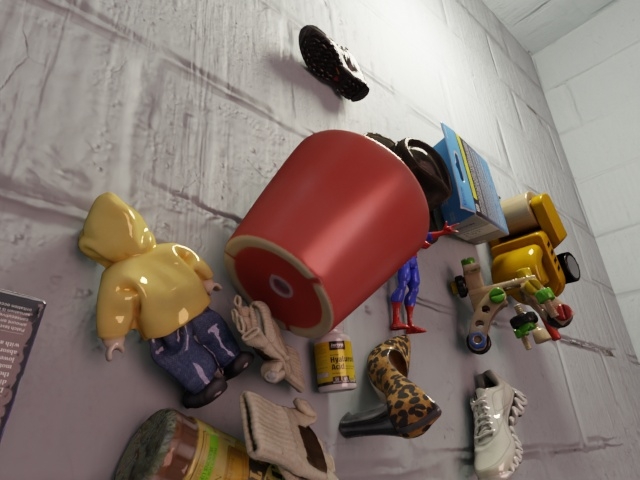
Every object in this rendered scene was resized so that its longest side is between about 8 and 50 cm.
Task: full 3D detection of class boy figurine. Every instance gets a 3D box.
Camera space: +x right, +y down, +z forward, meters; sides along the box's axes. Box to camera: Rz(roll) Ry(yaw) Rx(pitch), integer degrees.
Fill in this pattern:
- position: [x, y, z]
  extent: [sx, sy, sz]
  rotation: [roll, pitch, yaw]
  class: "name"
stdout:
- position: [-0.209, 0.075, 0.566]
  extent: [0.285, 0.092, 0.177]
  rotation: [55, 42, -8]
  class: "boy figurine"

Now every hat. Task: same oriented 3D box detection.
- position: [0.240, -0.156, 1.118]
  extent: [0.331, 0.134, 0.331]
  rotation: [28, 48, -35]
  class: "hat"

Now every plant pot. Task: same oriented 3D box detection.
- position: [0.000, 0.000, 0.710]
  extent: [0.275, 0.275, 0.243]
  rotation: [52, 51, -13]
  class: "plant pot"

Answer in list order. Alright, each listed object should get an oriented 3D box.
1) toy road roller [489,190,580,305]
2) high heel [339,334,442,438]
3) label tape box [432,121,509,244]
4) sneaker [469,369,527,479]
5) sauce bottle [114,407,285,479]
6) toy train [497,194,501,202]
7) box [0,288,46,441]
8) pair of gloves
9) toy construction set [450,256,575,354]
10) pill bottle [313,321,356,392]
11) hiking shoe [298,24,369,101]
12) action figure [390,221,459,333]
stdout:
- position: [0.605, 0.034, 1.347]
  extent: [0.241, 0.203, 0.329]
  rotation: [-17, 84, -45]
  class: "toy road roller"
- position: [0.161, 0.239, 0.786]
  extent: [0.093, 0.186, 0.261]
  rotation: [55, 41, -9]
  class: "high heel"
- position: [0.392, -0.145, 1.258]
  extent: [0.348, 0.115, 0.249]
  rotation: [15, 60, -48]
  class: "label tape box"
- position: [0.375, 0.404, 0.996]
  extent: [0.118, 0.110, 0.292]
  rotation: [51, 33, -2]
  class: "sneaker"
- position: [-0.073, 0.324, 0.557]
  extent: [0.344, 0.111, 0.111]
  rotation: [38, 46, -26]
  class: "sauce bottle"
- position: [0.633, -0.091, 1.577]
  extent: [0.036, 0.027, 0.158]
  rotation: [-4, 72, -36]
  class: "toy train"
- position: [-0.326, 0.147, 0.358]
  extent: [0.108, 0.153, 0.207]
  rotation: [25, 54, -37]
  class: "box"
- position: [-0.047, 0.193, 0.593]
  extent: [0.204, 0.042, 0.240]
  rotation: [59, 7, -41]
  class: "pair of gloves"
- position: [0.480, 0.143, 1.144]
  extent: [0.309, 0.257, 0.237]
  rotation: [16, 48, -43]
  class: "toy construction set"
- position: [0.022, 0.194, 0.760]
  extent: [0.065, 0.065, 0.116]
  rotation: [14, 59, -41]
  class: "pill bottle"
- position: [0.029, -0.443, 1.110]
  extent: [0.227, 0.086, 0.114]
  rotation: [38, 33, -34]
  class: "hiking shoe"
- position: [0.219, 0.050, 0.965]
  extent: [0.092, 0.139, 0.280]
  rotation: [21, 62, -41]
  class: "action figure"
